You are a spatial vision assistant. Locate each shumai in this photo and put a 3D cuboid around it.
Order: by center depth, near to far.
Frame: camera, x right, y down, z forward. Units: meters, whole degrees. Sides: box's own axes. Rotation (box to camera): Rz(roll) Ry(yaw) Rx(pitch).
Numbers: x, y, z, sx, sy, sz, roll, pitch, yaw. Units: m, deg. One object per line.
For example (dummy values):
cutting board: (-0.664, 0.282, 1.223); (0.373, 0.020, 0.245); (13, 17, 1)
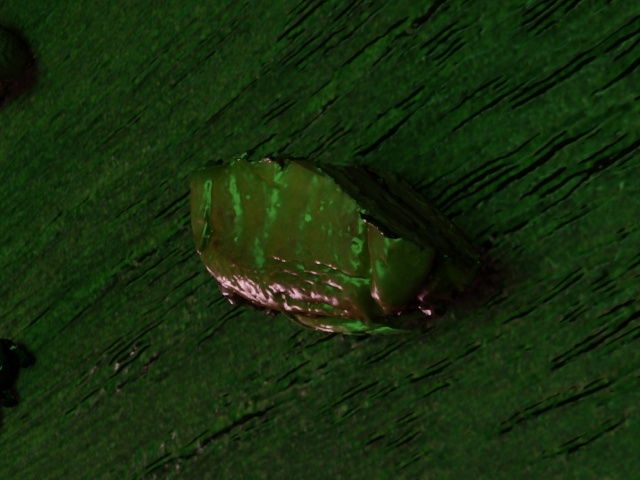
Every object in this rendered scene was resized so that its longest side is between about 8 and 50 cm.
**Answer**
shumai: (-0.448, -0.219, 1.630); (0.145, 0.145, 0.116); (56, 138, 30)

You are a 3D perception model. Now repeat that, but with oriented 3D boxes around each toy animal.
toy animal: (-0.412, 0.187, 1.597); (0.065, 0.047, 0.136); (38, 111, 42)

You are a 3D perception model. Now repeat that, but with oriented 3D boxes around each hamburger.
hamburger: (0.000, 0.000, 1.190); (0.245, 0.155, 0.282); (-50, 60, 29)
